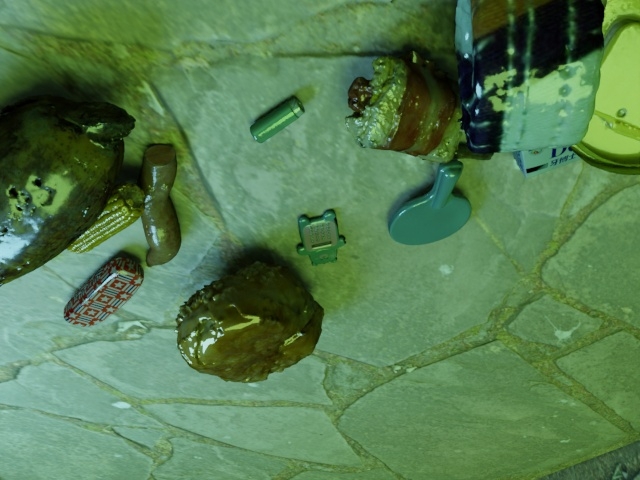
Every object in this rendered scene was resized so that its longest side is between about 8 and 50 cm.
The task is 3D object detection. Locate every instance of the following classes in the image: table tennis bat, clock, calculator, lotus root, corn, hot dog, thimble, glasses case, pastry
[{"bbox_3d":[0.202,-0.059,1.069,0.152,0.040,0.244,-6,149,-8],"label":"table tennis bat"},{"bbox_3d":[0.464,-0.234,0.869,0.293,0.071,0.277,25,118,-10],"label":"clock"},{"bbox_3d":[0.000,0.000,1.117,0.094,0.019,0.141,-13,140,-3],"label":"calculator"},{"bbox_3d":[-0.403,-0.057,0.819,0.397,0.196,0.179,-35,140,21],"label":"lotus root"},{"bbox_3d":[-0.337,-0.033,0.931,0.068,0.068,0.207,27,142,-37],"label":"corn"},{"bbox_3d":[0.127,-0.189,0.872,0.213,0.103,0.146,10,115,-40],"label":"hot dog"},{"bbox_3d":[0.242,-0.222,0.743,0.150,0.237,0.237,-1,141,8],"label":"thimble"},{"bbox_3d":[-0.390,0.093,1.104,0.194,0.049,0.073,-37,135,27],"label":"glasses case"},{"bbox_3d":[-0.134,0.150,1.149,0.255,0.162,0.311,-29,148,4],"label":"pastry"}]

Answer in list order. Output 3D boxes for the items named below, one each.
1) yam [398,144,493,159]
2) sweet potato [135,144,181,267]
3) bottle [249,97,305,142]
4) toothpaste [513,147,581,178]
[{"bbox_3d":[0.173,-0.147,0.984,0.234,0.027,0.029,3,168,-16],"label":"yam"},{"bbox_3d":[-0.261,-0.031,0.985,0.067,0.059,0.281,5,137,-6],"label":"sweet potato"},{"bbox_3d":[-0.063,-0.175,0.887,0.083,0.030,0.030,-30,137,19],"label":"bottle"},{"bbox_3d":[0.477,-0.199,0.968,0.336,0.067,0.081,-20,136,9],"label":"toothpaste"}]
